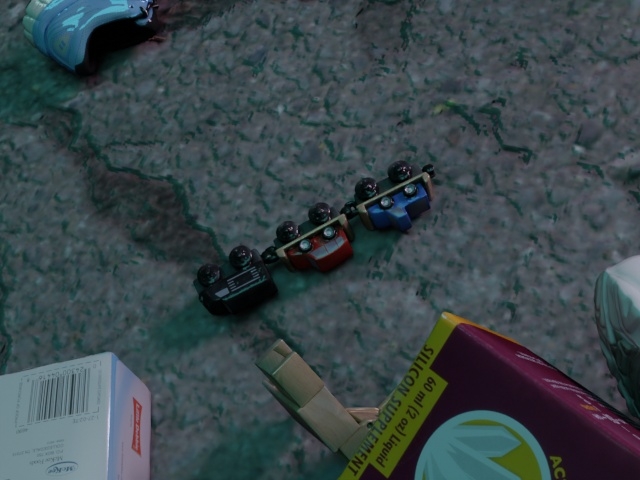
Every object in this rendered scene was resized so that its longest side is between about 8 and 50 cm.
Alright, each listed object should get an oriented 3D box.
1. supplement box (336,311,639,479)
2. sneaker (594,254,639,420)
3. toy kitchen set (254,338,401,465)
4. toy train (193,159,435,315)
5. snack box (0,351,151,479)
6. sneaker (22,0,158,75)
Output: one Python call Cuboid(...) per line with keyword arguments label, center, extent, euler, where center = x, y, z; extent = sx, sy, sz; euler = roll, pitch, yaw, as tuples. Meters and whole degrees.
Cuboid(label="supplement box", center=(0.110, 0.126, 0.443), extent=(0.188, 0.081, 0.104), euler=(36, 98, 36))
Cuboid(label="sneaker", center=(0.230, 0.077, 0.467), extent=(0.115, 0.090, 0.232), euler=(-39, 65, -16))
Cuboid(label="toy kitchen set", center=(0.016, 0.069, 0.543), extent=(0.075, 0.083, 0.068), euler=(-44, 16, -11))
Cuboid(label="toy train", center=(0.000, 0.000, 0.610), extent=(0.158, 0.027, 0.036), euler=(-28, 59, 0))
Cuboid(label="snack box", center=(-0.250, 0.183, 0.555), extent=(0.322, 0.060, 0.187), euler=(-13, 53, 10))
Cuboid(label="sneaker", center=(-0.131, -0.177, 0.749), extent=(0.162, 0.063, 0.073), euler=(-43, 75, -5))
